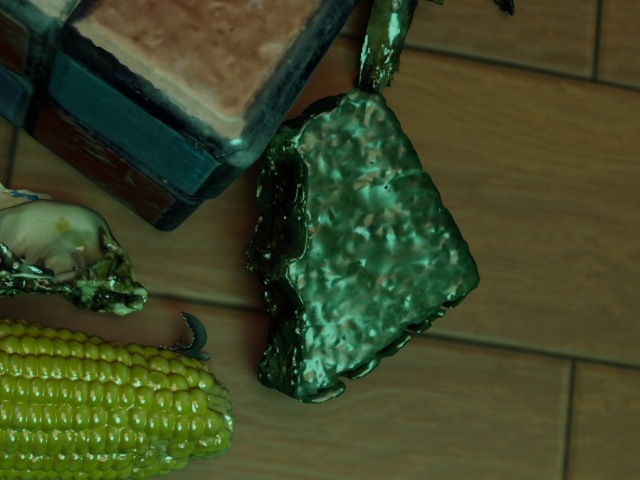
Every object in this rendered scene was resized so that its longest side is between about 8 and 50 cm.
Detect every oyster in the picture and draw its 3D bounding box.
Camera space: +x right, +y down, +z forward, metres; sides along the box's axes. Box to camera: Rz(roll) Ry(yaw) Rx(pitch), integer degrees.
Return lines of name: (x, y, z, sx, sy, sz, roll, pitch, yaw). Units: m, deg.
oyster: (-0.263, 0.001, 1.365, 0.223, 0.214, 0.083, 31, 107, 24)

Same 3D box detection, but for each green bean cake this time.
green bean cake: (0.000, 0.000, 1.424, 0.193, 0.107, 0.208, -33, 107, -14)

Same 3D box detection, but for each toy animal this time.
toy animal: (-0.111, 0.093, 1.444, 0.028, 0.050, 0.084, 30, 114, 23)

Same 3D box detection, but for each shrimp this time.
shrimp: (0.103, -0.195, 1.533, 0.148, 0.035, 0.195, 9, 101, -37)

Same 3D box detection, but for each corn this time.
corn: (-0.238, 0.124, 1.356, 0.347, 0.130, 0.130, 7, 79, -11)

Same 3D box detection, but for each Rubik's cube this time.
Rubik's cube: (-0.129, -0.232, 1.345, 0.318, 0.313, 0.316, 34, 75, -6)
